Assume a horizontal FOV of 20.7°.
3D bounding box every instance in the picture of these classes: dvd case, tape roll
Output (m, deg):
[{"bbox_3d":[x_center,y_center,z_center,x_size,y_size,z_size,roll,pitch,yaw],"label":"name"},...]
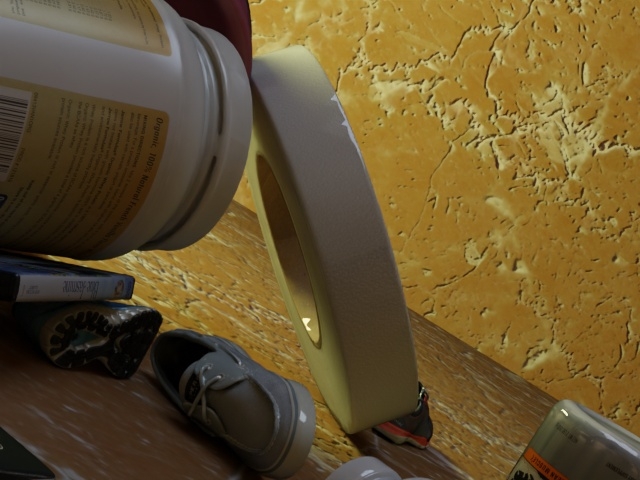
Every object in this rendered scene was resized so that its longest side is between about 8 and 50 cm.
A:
[{"bbox_3d":[-0.257,0.019,1.273,0.180,0.022,0.253,10,1,12],"label":"dvd case"},{"bbox_3d":[0.000,0.000,1.741,0.392,0.072,0.392,163,-90,-81],"label":"tape roll"}]

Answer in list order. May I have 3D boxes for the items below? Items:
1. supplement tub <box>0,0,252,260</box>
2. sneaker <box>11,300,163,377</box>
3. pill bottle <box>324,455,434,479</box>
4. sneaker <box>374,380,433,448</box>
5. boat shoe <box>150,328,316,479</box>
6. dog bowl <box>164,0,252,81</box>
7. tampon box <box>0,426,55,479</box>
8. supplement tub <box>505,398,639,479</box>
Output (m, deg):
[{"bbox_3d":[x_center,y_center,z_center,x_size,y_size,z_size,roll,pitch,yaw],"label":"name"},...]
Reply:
[{"bbox_3d":[-0.234,-0.105,1.368,0.316,0.228,0.228,10,18,-40],"label":"supplement tub"},{"bbox_3d":[-0.186,0.064,1.400,0.073,0.063,0.162,31,4,26],"label":"sneaker"},{"bbox_3d":[0.075,0.223,1.169,0.184,0.103,0.103,37,7,40],"label":"pill bottle"},{"bbox_3d":[0.103,0.187,1.923,0.061,0.065,0.158,33,5,15],"label":"sneaker"},{"bbox_3d":[-0.079,0.127,1.406,0.081,0.079,0.227,19,6,-28],"label":"boat shoe"},{"bbox_3d":[-0.243,-0.169,1.584,0.408,0.408,0.150,28,20,-40],"label":"dog bowl"},{"bbox_3d":[-0.209,0.088,0.656,0.161,0.120,0.101,34,5,29],"label":"tampon box"},{"bbox_3d":[0.174,0.222,1.277,0.117,0.190,0.117,31,4,-3],"label":"supplement tub"}]
